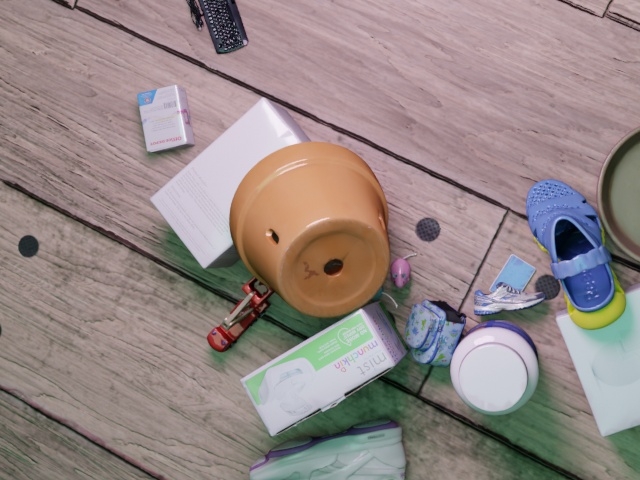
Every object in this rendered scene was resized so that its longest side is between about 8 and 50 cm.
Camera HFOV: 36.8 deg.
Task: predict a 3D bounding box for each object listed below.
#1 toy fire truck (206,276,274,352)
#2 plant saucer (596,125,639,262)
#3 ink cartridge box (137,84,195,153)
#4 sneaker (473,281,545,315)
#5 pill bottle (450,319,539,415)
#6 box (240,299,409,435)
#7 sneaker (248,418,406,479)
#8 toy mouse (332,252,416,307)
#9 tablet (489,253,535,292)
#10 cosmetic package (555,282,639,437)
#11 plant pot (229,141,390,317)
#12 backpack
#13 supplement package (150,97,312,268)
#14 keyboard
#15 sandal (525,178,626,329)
[{"bbox_3d":[-0.156,0.145,1.869,0.047,0.135,0.192,45,98,9],"label":"toy fire truck"},{"bbox_3d":[0.642,-0.083,1.742,0.277,0.041,0.278,0,89,13],"label":"plant saucer"},{"bbox_3d":[-0.312,-0.243,1.949,0.088,0.052,0.123,-11,86,13],"label":"ink cartridge box"},{"bbox_3d":[0.350,0.104,1.794,0.135,0.052,0.058,-9,83,12],"label":"sneaker"},{"bbox_3d":[0.308,0.224,1.695,0.152,0.272,0.153,0,89,12],"label":"pill bottle"},{"bbox_3d":[0.016,0.234,1.782,0.261,0.231,0.127,-31,84,11],"label":"box"},{"bbox_3d":[0.018,0.440,1.825,0.304,0.114,0.152,-12,92,1],"label":"sneaker"},{"bbox_3d":[0.118,0.067,1.825,0.160,0.031,0.143,-15,49,-7],"label":"toy mouse"},{"bbox_3d":[0.363,0.074,1.820,0.054,0.006,0.083,33,96,11],"label":"tablet"},{"bbox_3d":[0.564,0.199,1.707,0.224,0.138,0.224,-21,85,13],"label":"cosmetic package"},{"bbox_3d":[0.000,0.000,1.685,0.290,0.203,0.291,-8,122,-13],"label":"plant pot"},{"bbox_3d":[0.207,0.175,1.802,0.084,0.105,0.114,9,101,-23],"label":"backpack"},{"bbox_3d":[-0.141,-0.104,1.846,0.293,0.175,0.178,-40,82,9],"label":"supplement package"},{"bbox_3d":[-0.221,-0.468,1.938,0.100,0.038,0.192,-21,84,12],"label":"keyboard"},{"bbox_3d":[0.439,-0.004,1.681,0.126,0.138,0.317,-26,44,10],"label":"sandal"}]
